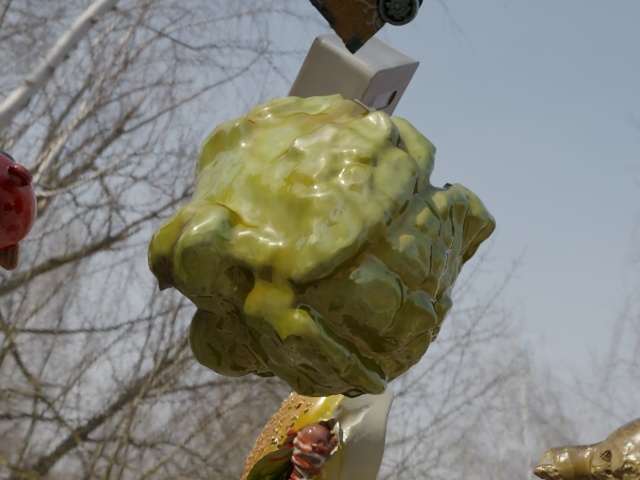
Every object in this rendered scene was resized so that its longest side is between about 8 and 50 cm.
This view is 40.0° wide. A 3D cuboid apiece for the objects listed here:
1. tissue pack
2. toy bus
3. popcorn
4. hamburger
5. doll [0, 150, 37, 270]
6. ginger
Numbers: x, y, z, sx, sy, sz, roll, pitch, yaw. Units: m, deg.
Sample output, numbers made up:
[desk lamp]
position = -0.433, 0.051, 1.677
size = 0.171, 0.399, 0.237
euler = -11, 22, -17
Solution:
[tissue pack]
position = 0.062, -0.299, 1.682
size = 0.136, 0.246, 0.159
euler = 35, -63, 13
[toy bus]
position = 0.104, -0.384, 1.131
size = 0.275, 0.138, 0.167
euler = -39, -79, 23
[popcorn]
position = 0.000, 0.000, 0.665
size = 0.255, 0.256, 0.195
euler = -22, -34, 3
[hamburger]
position = -0.008, 0.209, 0.881
size = 0.116, 0.173, 0.210
euler = 24, -49, -6
[doll]
position = -0.396, -0.038, 0.959
size = 0.217, 0.085, 0.183
euler = -35, -63, 26
[ginger]
position = 0.286, 0.213, 0.844
size = 0.165, 0.067, 0.096
euler = -25, -2, 21
